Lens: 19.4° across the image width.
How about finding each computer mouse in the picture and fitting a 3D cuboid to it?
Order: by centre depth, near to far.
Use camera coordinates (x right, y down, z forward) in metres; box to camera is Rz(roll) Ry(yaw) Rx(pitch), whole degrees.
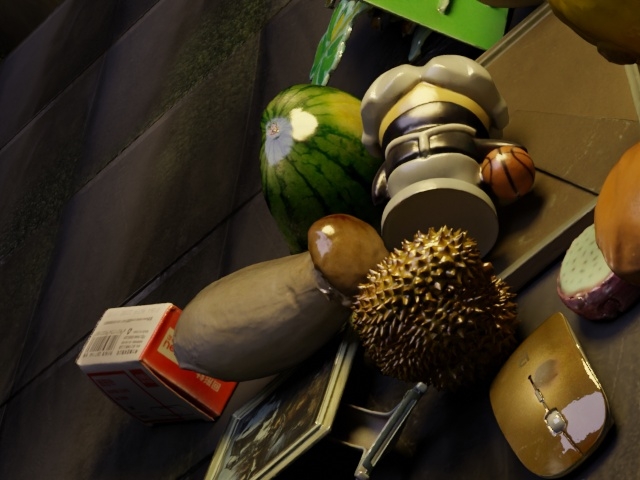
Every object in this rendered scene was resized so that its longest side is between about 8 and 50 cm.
[{"bbox_3d":[0.201,0.134,1.665,0.102,0.045,0.199,-48,22,16],"label":"computer mouse"}]

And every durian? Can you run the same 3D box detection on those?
[{"bbox_3d":[0.112,0.071,1.782,0.168,0.158,0.137,-40,11,30],"label":"durian"}]

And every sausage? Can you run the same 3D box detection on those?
[{"bbox_3d":[0.339,-0.049,1.583,0.241,0.120,0.136,-35,42,33],"label":"sausage"}]

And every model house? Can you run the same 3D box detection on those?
[{"bbox_3d":[0.098,-0.325,2.390,0.313,0.242,0.357,124,161,-57],"label":"model house"}]

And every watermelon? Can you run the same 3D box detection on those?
[{"bbox_3d":[0.030,-0.069,2.087,0.127,0.232,0.204,-8,44,33],"label":"watermelon"}]

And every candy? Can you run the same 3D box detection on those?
[{"bbox_3d":[0.262,0.025,1.715,0.103,0.043,0.103,-41,27,27],"label":"candy"}]

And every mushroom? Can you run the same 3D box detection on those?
[{"bbox_3d":[-0.044,0.073,2.033,0.350,0.128,0.128,-34,28,49],"label":"mushroom"}]

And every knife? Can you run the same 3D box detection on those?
[{"bbox_3d":[0.034,0.194,1.857,0.123,0.053,0.278,-51,11,-11],"label":"knife"}]

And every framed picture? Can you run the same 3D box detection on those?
[{"bbox_3d":[-0.050,0.191,1.990,0.232,0.019,0.296,-42,10,22],"label":"framed picture"},{"bbox_3d":[0.218,-0.104,2.009,0.326,0.028,0.446,-40,26,25],"label":"framed picture"}]

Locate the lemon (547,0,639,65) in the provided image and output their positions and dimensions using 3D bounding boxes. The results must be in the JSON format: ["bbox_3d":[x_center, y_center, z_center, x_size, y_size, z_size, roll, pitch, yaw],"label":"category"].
[{"bbox_3d":[0.351,-0.311,1.697,0.348,0.348,0.348,-41,25,24],"label":"lemon"}]

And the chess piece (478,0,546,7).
[{"bbox_3d":[0.228,-0.413,2.201,0.143,0.143,0.261,-30,53,42],"label":"chess piece"}]

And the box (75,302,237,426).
[{"bbox_3d":[-0.195,0.151,2.268,0.182,0.133,0.099,-8,48,56],"label":"box"}]

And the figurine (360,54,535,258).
[{"bbox_3d":[0.130,-0.093,1.945,0.176,0.133,0.236,-12,42,8],"label":"figurine"}]
